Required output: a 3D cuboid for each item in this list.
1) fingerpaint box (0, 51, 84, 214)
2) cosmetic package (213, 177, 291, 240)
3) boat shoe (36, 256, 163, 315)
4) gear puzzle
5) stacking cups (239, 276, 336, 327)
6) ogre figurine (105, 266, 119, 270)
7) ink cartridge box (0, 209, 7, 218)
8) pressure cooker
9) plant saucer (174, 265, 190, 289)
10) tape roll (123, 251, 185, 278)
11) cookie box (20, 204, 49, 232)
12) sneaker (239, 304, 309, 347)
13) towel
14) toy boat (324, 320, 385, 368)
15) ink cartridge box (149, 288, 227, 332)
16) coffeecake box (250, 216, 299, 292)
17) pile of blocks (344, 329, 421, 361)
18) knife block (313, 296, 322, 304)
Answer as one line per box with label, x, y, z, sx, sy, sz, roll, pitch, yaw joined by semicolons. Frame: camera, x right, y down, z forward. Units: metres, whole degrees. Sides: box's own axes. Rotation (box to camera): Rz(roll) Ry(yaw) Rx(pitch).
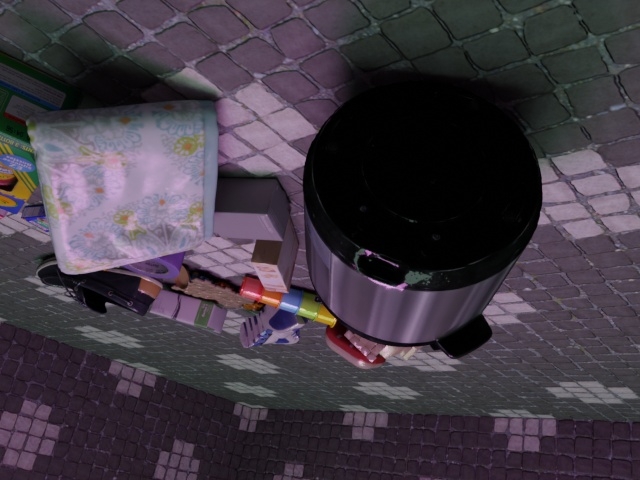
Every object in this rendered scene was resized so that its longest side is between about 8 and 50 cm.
fingerpaint box;-0.742;-0.247;1.217;0.445;0.163;0.371;25;152;-29
cosmetic package;-0.199;-0.073;1.453;0.238;0.107;0.127;5;153;21
boat shoe;-0.758;0.155;2.120;0.500;0.156;0.187;6;160;22
gear puzzle;-0.315;0.177;2.141;0.339;0.044;0.175;25;151;-35
stacking cups;-0.100;0.194;2.009;0.316;0.096;0.096;15;156;-9
ogre figurine;-0.652;0.027;1.888;0.118;0.097;0.197;27;141;6
ink cartridge box;-0.948;-0.125;1.632;0.283;0.117;0.207;-10;149;39
pressure cooker;0.147;-0.019;1.099;0.376;0.369;0.420;12;153;6
plant saucer;-0.437;0.113;2.016;0.015;0.083;0.083;-17;-179;-45
tape roll;-0.494;0.040;1.854;0.189;0.080;0.189;9;157;4
cookie box;-0.771;-0.061;1.795;0.107;0.040;0.092;-2;154;29
sneaker;-0.125;0.285;2.215;0.182;0.127;0.315;6;153;-41
towel;-0.361;-0.096;1.218;0.321;0.090;0.374;-13;141;-23
toy boat;0.128;0.325;2.160;0.231;0.151;0.151;29;-167;35
ink cartridge box;-0.459;0.247;2.225;0.219;0.092;0.160;15;168;12
coffeecake box;-0.110;0.031;1.594;0.068;0.142;0.185;7;156;10
pile of blocks;0.200;0.256;1.834;0.112;0.149;0.362;-46;153;15
knife block;0.101;0.140;1.809;0.242;0.088;0.275;7;157;4
